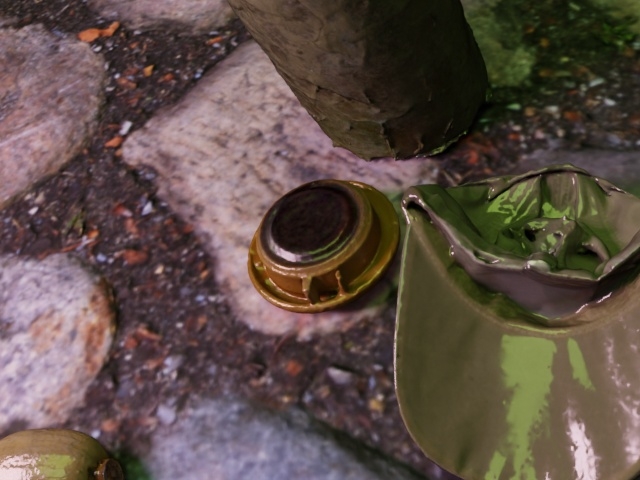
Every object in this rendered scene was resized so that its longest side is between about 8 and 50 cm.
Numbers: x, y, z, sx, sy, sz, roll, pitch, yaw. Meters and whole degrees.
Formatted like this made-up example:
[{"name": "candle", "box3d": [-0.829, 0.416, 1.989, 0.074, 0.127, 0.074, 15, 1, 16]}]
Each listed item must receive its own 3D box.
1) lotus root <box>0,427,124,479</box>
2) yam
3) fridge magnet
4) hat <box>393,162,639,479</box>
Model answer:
[{"name": "lotus root", "box3d": [-0.230, 0.187, 0.698, 0.150, 0.062, 0.073, -7, 49, 15]}, {"name": "yam", "box3d": [0.030, -0.213, 0.787, 0.195, 0.300, 0.195, -14, 55, 20]}, {"name": "fridge magnet", "box3d": [0.000, 0.000, 0.765, 0.143, 0.063, 0.143, -12, 50, 15]}, {"name": "hat", "box3d": [0.163, 0.055, 0.654, 0.214, 0.149, 0.245, 9, 91, 20]}]
